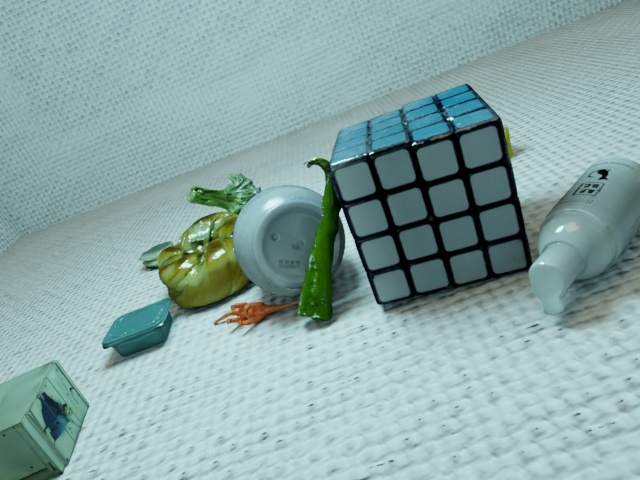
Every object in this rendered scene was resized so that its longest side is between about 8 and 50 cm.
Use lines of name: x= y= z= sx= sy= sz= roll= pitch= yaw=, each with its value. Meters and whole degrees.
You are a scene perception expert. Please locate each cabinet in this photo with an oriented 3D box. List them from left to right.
cabinet: x=-0.608 y=0.388 z=1.071 sx=0.150 sy=0.145 sz=0.206 roll=-23 pitch=23 yaw=-2

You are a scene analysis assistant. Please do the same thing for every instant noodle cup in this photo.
instant noodle cup: x=-0.478 y=0.238 z=1.375 sx=0.179 sy=0.070 sz=0.157 roll=-22 pitch=22 yaw=3

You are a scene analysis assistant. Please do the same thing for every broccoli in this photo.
broccoli: x=-0.328 y=-0.172 z=1.848 sx=0.177 sy=0.275 sz=0.198 roll=-14 pitch=53 yaw=53

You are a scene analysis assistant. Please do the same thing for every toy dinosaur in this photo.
toy dinosaur: x=-0.160 y=0.172 z=1.245 sx=0.279 sy=0.055 sz=0.101 roll=-9 pitch=4 yaw=34

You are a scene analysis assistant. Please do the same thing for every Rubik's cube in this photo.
Rubik's cube: x=0.234 y=-0.111 z=1.140 sx=0.337 sy=0.344 sz=0.344 roll=-17 pitch=24 yaw=12

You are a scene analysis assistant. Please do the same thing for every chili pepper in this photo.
chili pepper: x=0.000 y=0.000 z=1.131 sx=0.085 sy=0.359 sz=0.076 roll=6 pitch=5 yaw=24

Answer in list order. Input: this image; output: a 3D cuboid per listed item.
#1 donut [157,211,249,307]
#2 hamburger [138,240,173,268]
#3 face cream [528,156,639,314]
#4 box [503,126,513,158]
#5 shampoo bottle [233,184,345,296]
donut: x=-0.323 y=0.046 z=1.529 sx=0.360 sy=0.170 sz=0.360 roll=-18 pitch=26 yaw=9
hamburger: x=-0.596 y=0.054 z=1.888 sx=0.140 sy=0.062 sz=0.133 roll=-16 pitch=20 yaw=19
face cream: x=0.490 y=-0.012 z=0.948 sx=0.145 sy=0.145 sz=0.369 roll=6 pitch=35 yaw=48
box: x=0.462 y=-0.294 z=1.642 sx=0.168 sy=0.097 sz=0.265 roll=-28 pitch=24 yaw=-12
shampoo bottle: x=-0.083 y=-0.003 z=1.284 sx=0.273 sy=0.273 sz=0.266 roll=-26 pitch=11 yaw=-9
